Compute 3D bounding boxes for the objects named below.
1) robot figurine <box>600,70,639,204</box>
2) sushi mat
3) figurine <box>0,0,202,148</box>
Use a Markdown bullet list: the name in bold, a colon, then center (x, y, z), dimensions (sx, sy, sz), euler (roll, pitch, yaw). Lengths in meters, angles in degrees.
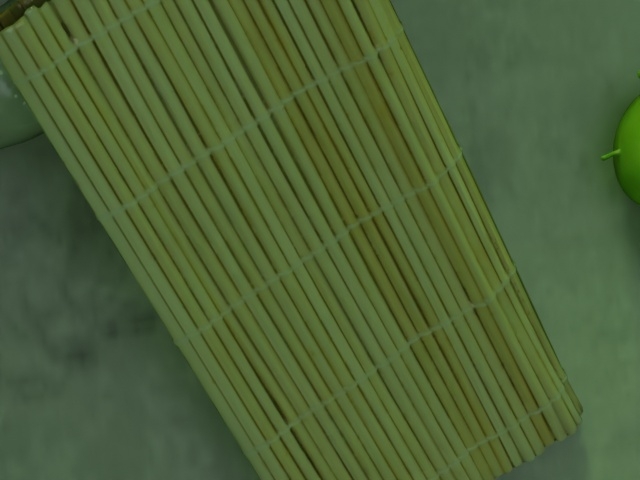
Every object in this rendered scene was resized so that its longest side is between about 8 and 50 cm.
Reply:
- **robot figurine**: center (0.187, -0.034, 0.797), dimensions (0.115, 0.067, 0.101), euler (26, 83, -14)
- **sushi mat**: center (0.000, 0.000, 0.718), dimensions (0.151, 0.019, 0.316), euler (-34, 120, -11)
- **figurine**: center (-0.179, -0.102, 0.696), dimensions (0.209, 0.092, 0.215), euler (-32, 100, -4)
